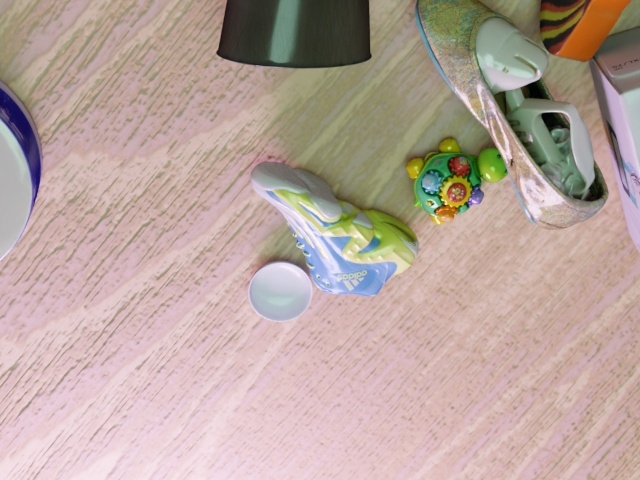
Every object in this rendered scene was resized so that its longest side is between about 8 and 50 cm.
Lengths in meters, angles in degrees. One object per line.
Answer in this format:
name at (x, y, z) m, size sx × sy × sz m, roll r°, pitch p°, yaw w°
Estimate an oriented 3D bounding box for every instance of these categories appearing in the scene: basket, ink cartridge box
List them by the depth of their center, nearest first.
basket at (-0.022, -0.321, 1.811) m, size 0.204 × 0.154 × 0.227 m, roll -14°, pitch 115°, yaw -46°
ink cartridge box at (0.456, -0.115, 1.914) m, size 0.198 × 0.197 × 0.270 m, roll -16°, pitch 114°, yaw 3°

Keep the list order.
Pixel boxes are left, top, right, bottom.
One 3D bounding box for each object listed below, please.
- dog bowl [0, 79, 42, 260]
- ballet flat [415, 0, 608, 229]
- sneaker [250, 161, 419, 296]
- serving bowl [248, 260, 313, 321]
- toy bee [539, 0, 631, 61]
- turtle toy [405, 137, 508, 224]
dog bowl at (-0.469, -0.083, 1.912) m, size 0.264 × 0.104 × 0.265 m, roll -2°, pitch 114°, yaw -4°
ballet flat at (0.241, -0.167, 1.905) m, size 0.123 × 0.123 × 0.349 m, roll -28°, pitch 108°, yaw 8°
sneaker at (0.000, 0.000, 1.990) m, size 0.240 × 0.091 × 0.126 m, roll 27°, pitch 110°, yaw -16°
serving bowl at (-0.052, 0.061, 2.047) m, size 0.083 × 0.027 × 0.083 m, roll -2°, pitch 114°, yaw -4°
toy bee at (0.355, -0.353, 1.848) m, size 0.298 × 0.162 × 0.195 m, roll -33°, pitch 144°, yaw 24°
turtle toy at (0.173, -0.075, 1.981) m, size 0.130 × 0.066 × 0.095 m, roll -31°, pitch 113°, yaw -3°
